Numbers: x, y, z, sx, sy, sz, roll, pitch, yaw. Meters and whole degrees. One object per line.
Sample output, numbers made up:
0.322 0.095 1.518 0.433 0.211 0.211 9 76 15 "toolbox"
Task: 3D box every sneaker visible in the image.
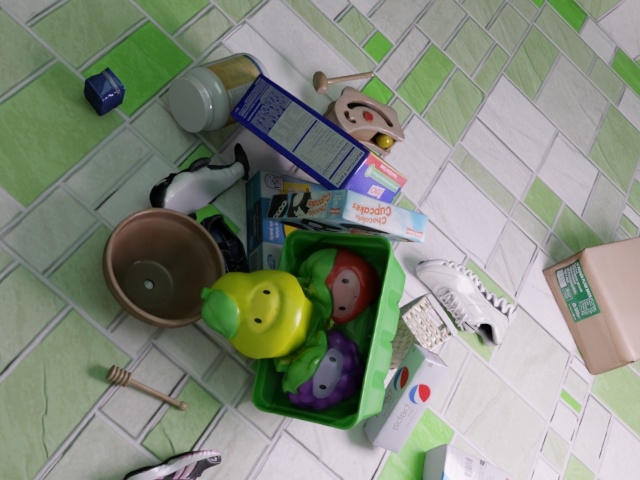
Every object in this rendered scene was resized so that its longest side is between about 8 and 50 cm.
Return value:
0.349 0.149 2.001 0.292 0.110 0.118 35 59 -14 "sneaker"
-0.256 0.423 1.457 0.178 0.072 0.077 -13 85 -30 "sneaker"
-0.183 0.056 1.683 0.081 0.090 0.232 -26 82 -41 "sneaker"

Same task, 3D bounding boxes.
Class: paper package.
0.817 0.176 2.265 0.310 0.168 0.324 -8 71 -38 "paper package"

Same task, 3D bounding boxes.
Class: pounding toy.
0.099 -0.312 2.039 0.270 0.155 0.154 22 50 -24 "pounding toy"

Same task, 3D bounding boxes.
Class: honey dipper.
-0.315 0.274 1.516 0.161 0.030 0.030 31 52 -23 "honey dipper"

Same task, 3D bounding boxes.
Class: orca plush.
-0.269 -0.136 1.727 0.102 0.151 0.287 28 48 21 "orca plush"

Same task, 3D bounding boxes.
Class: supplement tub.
-0.222 -0.326 1.831 0.200 0.144 0.144 -30 85 -41 "supplement tub"

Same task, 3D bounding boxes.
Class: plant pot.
-0.311 0.065 1.577 0.237 0.110 0.237 17 56 -28 "plant pot"

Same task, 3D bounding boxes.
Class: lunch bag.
-0.441 -0.306 1.702 0.065 0.098 0.067 -36 91 -23 "lunch bag"

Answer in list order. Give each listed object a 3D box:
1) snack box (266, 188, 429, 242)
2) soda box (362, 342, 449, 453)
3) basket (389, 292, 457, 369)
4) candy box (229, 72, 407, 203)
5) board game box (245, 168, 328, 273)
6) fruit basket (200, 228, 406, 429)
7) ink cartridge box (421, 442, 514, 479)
0.046 -0.046 1.646 0.187 0.322 0.060 16 83 -28 "snack box"
0.176 0.327 1.710 0.069 0.216 0.074 25 11 -21 "soda box"
0.197 0.206 1.821 0.103 0.167 0.113 -33 86 -35 "basket"
0.002 -0.197 1.775 0.317 0.122 0.268 39 6 22 "candy box"
0.000 0.000 1.850 0.336 0.079 0.253 12 59 -29 "board game box"
-0.028 0.152 1.558 0.392 0.283 0.391 -11 103 -56 "fruit basket"
0.313 0.540 1.768 0.191 0.082 0.139 30 52 -20 "ink cartridge box"
